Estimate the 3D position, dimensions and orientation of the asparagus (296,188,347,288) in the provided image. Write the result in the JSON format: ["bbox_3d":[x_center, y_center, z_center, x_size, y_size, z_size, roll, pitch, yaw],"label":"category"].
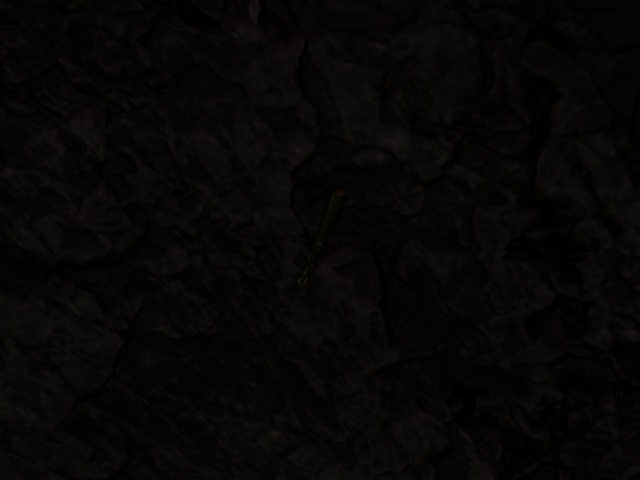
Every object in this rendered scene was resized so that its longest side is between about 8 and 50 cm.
[{"bbox_3d":[0.000,0.000,1.055,0.015,0.018,0.127,42,127,28],"label":"asparagus"}]
